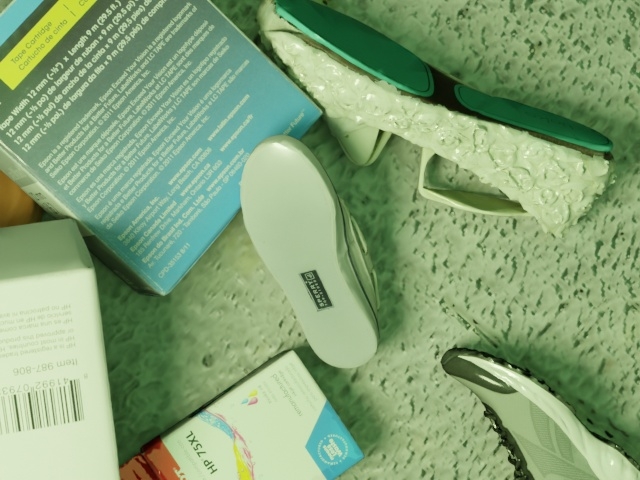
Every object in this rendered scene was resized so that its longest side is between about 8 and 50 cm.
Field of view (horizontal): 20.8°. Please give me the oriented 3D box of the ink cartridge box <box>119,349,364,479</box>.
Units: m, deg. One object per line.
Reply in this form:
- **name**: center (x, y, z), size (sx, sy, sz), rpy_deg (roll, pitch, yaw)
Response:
- **ink cartridge box**: center (-0.089, 0.228, 1.761), size (0.231, 0.078, 0.134), rpy_deg (-35, 92, -7)

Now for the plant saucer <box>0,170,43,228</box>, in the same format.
- **plant saucer**: center (-0.360, -0.056, 1.712), size (0.200, 0.037, 0.200), rpy_deg (15, 63, -31)

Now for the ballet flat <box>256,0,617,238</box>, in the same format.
- **ballet flat**: center (0.106, -0.113, 1.783), size (0.409, 0.147, 0.147), rpy_deg (24, 84, -6)

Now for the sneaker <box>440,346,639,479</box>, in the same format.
- **sneaker**: center (0.225, 0.211, 1.795), size (0.271, 0.100, 0.108), rpy_deg (42, 88, -4)

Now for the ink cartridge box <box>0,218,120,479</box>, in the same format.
- **ink cartridge box**: center (-0.336, 0.204, 1.617), size (0.285, 0.166, 0.395), rpy_deg (-8, 109, -11)

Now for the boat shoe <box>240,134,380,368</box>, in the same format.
- **boat shoe**: center (0.000, 0.000, 1.734), size (0.096, 0.088, 0.267), rpy_deg (-15, 119, 21)

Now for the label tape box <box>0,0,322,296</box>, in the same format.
- **label tape box**: center (-0.209, -0.150, 1.709), size (0.347, 0.115, 0.249), rpy_deg (43, 77, -12)
